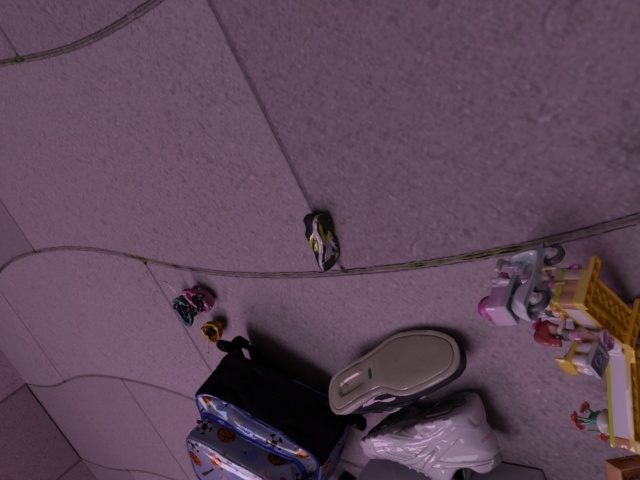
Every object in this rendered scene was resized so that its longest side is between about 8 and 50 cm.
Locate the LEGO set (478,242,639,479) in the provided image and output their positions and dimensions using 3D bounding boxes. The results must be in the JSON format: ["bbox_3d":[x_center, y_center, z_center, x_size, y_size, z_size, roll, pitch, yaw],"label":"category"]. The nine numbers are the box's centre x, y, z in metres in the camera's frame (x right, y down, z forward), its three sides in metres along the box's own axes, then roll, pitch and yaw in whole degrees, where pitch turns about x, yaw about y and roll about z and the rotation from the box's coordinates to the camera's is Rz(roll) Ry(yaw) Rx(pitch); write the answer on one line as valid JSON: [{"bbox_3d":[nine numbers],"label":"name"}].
[{"bbox_3d":[0.235,0.118,0.553,0.107,0.132,0.287,-3,125,54],"label":"LEGO set"}]

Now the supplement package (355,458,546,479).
[{"bbox_3d":[0.161,0.412,0.789,0.261,0.204,0.145,-8,116,46],"label":"supplement package"}]

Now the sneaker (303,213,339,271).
[{"bbox_3d":[0.000,0.000,0.748,0.035,0.031,0.083,26,133,46],"label":"sneaker"}]

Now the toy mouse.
[{"bbox_3d":[-0.221,0.116,1.045,0.143,0.031,0.161,44,141,6],"label":"toy mouse"}]

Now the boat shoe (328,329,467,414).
[{"bbox_3d":[0.107,0.178,0.770,0.079,0.084,0.233,21,143,-28],"label":"boat shoe"}]

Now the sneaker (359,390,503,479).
[{"bbox_3d":[0.141,0.282,0.780,0.232,0.090,0.115,-36,82,52],"label":"sneaker"}]

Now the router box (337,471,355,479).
[{"bbox_3d":[0.094,0.601,1.106,0.242,0.081,0.309,33,138,19],"label":"router box"}]

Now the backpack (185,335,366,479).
[{"bbox_3d":[-0.084,0.338,0.974,0.276,0.213,0.263,26,147,21],"label":"backpack"}]
